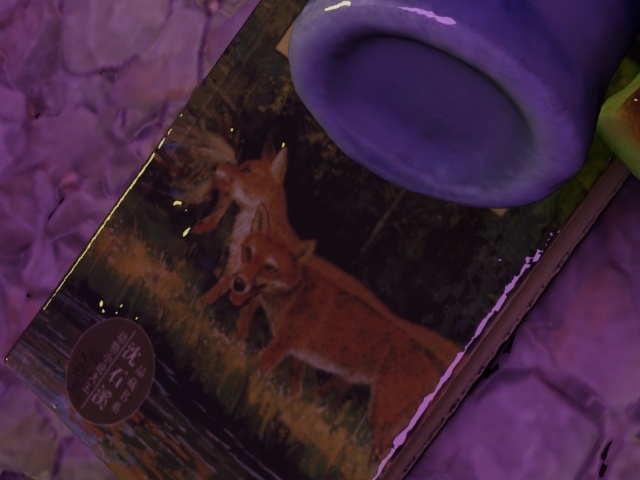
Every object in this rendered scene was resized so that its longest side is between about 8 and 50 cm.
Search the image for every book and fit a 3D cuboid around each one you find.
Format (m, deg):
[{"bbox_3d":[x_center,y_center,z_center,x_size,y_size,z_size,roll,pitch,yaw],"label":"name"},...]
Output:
[{"bbox_3d":[0.000,0.000,0.656,0.160,0.024,0.228,40,97,30],"label":"book"}]

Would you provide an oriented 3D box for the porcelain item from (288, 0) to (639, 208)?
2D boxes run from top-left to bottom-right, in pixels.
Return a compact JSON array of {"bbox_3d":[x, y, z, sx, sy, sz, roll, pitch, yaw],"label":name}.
[{"bbox_3d":[0.083,-0.134,0.555,0.141,0.141,0.259,13,57,28],"label":"porcelain item"}]

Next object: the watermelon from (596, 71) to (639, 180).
[{"bbox_3d":[0.208,-0.032,0.524,0.146,0.128,0.231,-41,61,-16],"label":"watermelon"}]
